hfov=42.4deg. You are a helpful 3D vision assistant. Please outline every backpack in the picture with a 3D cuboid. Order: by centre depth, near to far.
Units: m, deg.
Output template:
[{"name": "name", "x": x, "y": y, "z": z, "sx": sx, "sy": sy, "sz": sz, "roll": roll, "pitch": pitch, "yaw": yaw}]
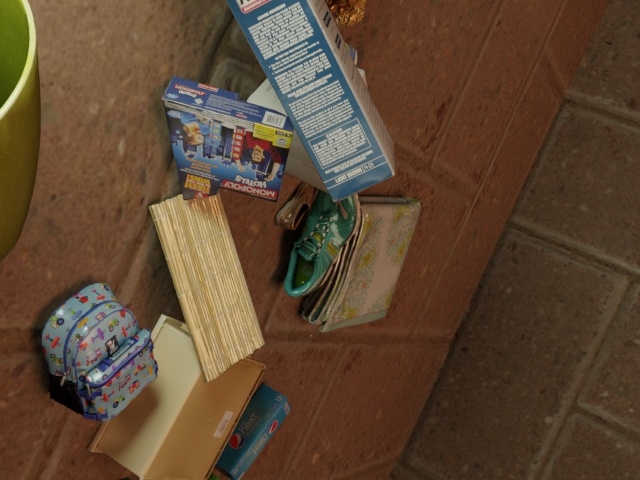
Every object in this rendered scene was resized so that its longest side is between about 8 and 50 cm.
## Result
[{"name": "backpack", "x": -0.330, "y": 0.159, "z": 1.229, "sx": 0.158, "sy": 0.117, "sz": 0.173, "roll": -40, "pitch": 143, "yaw": -42}]

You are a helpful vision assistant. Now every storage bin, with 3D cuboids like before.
[{"name": "storage bin", "x": -0.245, "y": 0.301, "z": 1.510, "sx": 0.262, "sy": 0.123, "sz": 0.260, "roll": -62, "pitch": 155, "yaw": -5}]

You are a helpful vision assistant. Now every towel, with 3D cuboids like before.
[{"name": "towel", "x": 0.112, "y": 0.051, "z": 1.989, "sx": 0.374, "sy": 0.090, "sz": 0.320, "roll": -5, "pitch": 119, "yaw": -61}]

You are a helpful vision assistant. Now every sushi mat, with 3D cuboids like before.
[{"name": "sushi mat", "x": -0.182, "y": 0.067, "z": 1.372, "sx": 0.151, "sy": 0.019, "sz": 0.316, "roll": -33, "pitch": 114, "yaw": -49}]

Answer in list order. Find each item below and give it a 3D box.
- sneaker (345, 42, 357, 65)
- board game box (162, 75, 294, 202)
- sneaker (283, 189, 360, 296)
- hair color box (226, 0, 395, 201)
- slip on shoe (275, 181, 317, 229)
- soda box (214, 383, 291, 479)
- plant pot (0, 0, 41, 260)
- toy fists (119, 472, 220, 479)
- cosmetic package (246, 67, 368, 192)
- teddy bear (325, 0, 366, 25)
[{"name": "sneaker", "x": 0.037, "y": -0.305, "z": 1.565, "sx": 0.059, "sy": 0.053, "sz": 0.144, "roll": -18, "pitch": 130, "yaw": -59}, {"name": "board game box", "x": -0.146, "y": -0.134, "z": 1.259, "sx": 0.194, "sy": 0.194, "sz": 0.060, "roll": 107, "pitch": -3, "yaw": -47}, {"name": "sneaker", "x": 0.000, "y": 0.000, "z": 1.681, "sx": 0.110, "sy": 0.107, "sz": 0.275, "roll": -30, "pitch": 143, "yaw": -64}, {"name": "hair color box", "x": -0.010, "y": -0.247, "z": 1.201, "sx": 0.347, "sy": 0.105, "sz": 0.174, "roll": 62, "pitch": 14, "yaw": -18}, {"name": "slip on shoe", "x": -0.035, "y": -0.075, "z": 1.649, "sx": 0.135, "sy": 0.041, "sz": 0.051, "roll": -49, "pitch": 151, "yaw": -28}, {"name": "soda box", "x": -0.157, "y": 0.431, "z": 1.850, "sx": 0.210, "sy": 0.071, "sz": 0.067, "roll": -51, "pitch": 152, "yaw": -25}, {"name": "plant pot", "x": -0.384, "y": -0.086, "z": 0.780, "sx": 0.274, "sy": 0.275, "sz": 0.293, "roll": -50, "pitch": 167, "yaw": -26}, {"name": "toy fists", "x": -0.301, "y": 0.507, "z": 1.567, "sx": 0.279, "sy": 0.142, "sz": 0.096, "roll": -14, "pitch": 125, "yaw": -58}, {"name": "cosmetic package", "x": -0.009, "y": -0.209, "z": 1.448, "sx": 0.151, "sy": 0.151, "sz": 0.183, "roll": -52, "pitch": 151, "yaw": -22}, {"name": "teddy bear", "x": 0.053, "y": -0.505, "z": 1.344, "sx": 0.245, "sy": 0.113, "sz": 0.338, "roll": -49, "pitch": 151, "yaw": -33}]
